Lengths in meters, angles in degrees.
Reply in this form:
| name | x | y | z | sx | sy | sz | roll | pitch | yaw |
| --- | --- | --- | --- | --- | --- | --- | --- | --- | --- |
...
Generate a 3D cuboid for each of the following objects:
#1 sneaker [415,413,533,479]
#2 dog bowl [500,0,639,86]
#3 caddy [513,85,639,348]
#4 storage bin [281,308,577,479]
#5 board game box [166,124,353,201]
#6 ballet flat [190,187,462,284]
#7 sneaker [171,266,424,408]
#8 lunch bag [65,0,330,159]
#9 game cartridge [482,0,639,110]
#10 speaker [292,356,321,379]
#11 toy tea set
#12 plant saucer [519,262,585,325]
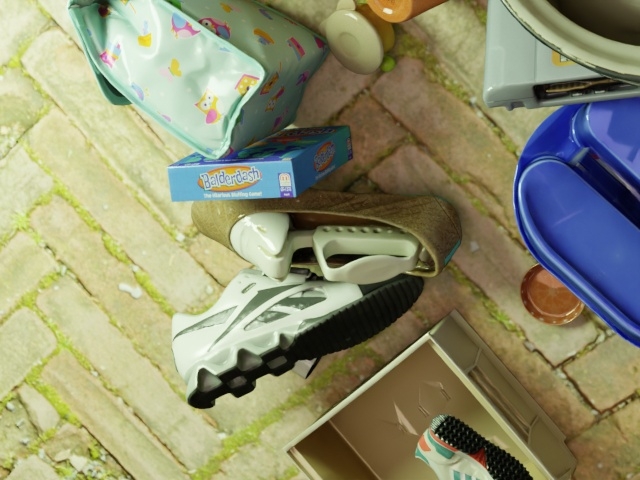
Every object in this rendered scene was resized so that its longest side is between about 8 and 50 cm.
| name | x | y | z | sx | sy | sz | roll | pitch | yaw |
| --- | --- | --- | --- | --- | --- | --- | --- | --- | --- |
| sneaker | 0.184 | 0.280 | 1.713 | 0.161 | 0.057 | 0.075 | 37 | 131 | 4 |
| dog bowl | 0.362 | -0.332 | 1.422 | 0.407 | 0.150 | 0.408 | -4 | 78 | 18 |
| caddy | 0.374 | -0.022 | 1.614 | 0.341 | 0.179 | 0.241 | 44 | 94 | 10 |
| storage bin | 0.143 | 0.270 | 1.814 | 0.262 | 0.123 | 0.260 | -41 | 89 | 25 |
| board game box | -0.069 | -0.095 | 1.733 | 0.160 | 0.210 | 0.047 | -2 | 104 | 20 |
| ballet flat | 0.000 | 0.000 | 1.749 | 0.342 | 0.124 | 0.116 | 5 | 133 | 6 |
| sneaker | -0.037 | 0.078 | 1.801 | 0.330 | 0.122 | 0.146 | -22 | 62 | -4 |
| lunch bag | -0.156 | -0.231 | 1.715 | 0.262 | 0.223 | 0.160 | 32 | 114 | 9 |
| game cartridge | 0.326 | -0.243 | 1.560 | 0.297 | 0.062 | 0.198 | -6 | 59 | 18 |
| speaker | -0.059 | 0.125 | 1.882 | 0.136 | 0.055 | 0.055 | 32 | 114 | 8 |
| toy tea set | 0.031 | -0.370 | 1.688 | 0.336 | 0.124 | 0.200 | 54 | 145 | -5 |
| plant saucer | 0.286 | 0.063 | 1.759 | 0.083 | 0.013 | 0.084 | 6 | 107 | 19 |
